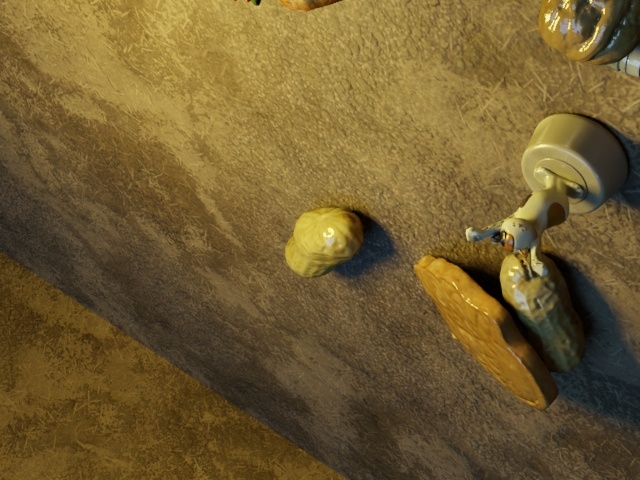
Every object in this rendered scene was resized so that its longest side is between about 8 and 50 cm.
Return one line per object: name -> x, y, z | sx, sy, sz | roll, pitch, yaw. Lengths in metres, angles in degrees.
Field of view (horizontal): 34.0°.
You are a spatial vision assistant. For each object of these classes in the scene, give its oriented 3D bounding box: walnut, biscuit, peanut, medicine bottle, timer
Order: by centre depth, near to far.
walnut -> 0.388, -0.327, 1.465 | 0.166, 0.149, 0.167 | 2, 129, 2
medicine bottle -> 0.441, -0.281, 1.549 | 0.091, 0.058, 0.058 | 25, 148, 27
timer -> 0.370, -0.063, 1.723 | 0.175, 0.266, 0.175 | 30, 149, 20
peanut -> 0.441, 0.137, 2.072 | 0.130, 0.130, 0.290 | 8, 135, 45
biscuit -> 0.339, 0.197, 2.193 | 0.365, 0.062, 0.385 | 56, 171, -22
peanut -> 0.000, 0.000, 2.418 | 0.147, 0.147, 0.319 | 44, 157, -5

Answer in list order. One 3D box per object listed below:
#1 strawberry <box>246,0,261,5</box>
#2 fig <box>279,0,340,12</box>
strawberry -> -0.154, -0.539, 1.700 | 0.233, 0.137, 0.306 | 107, 145, -47
fig -> -0.032, -0.505, 1.740 | 0.159, 0.159, 0.257 | 15, 137, 40
